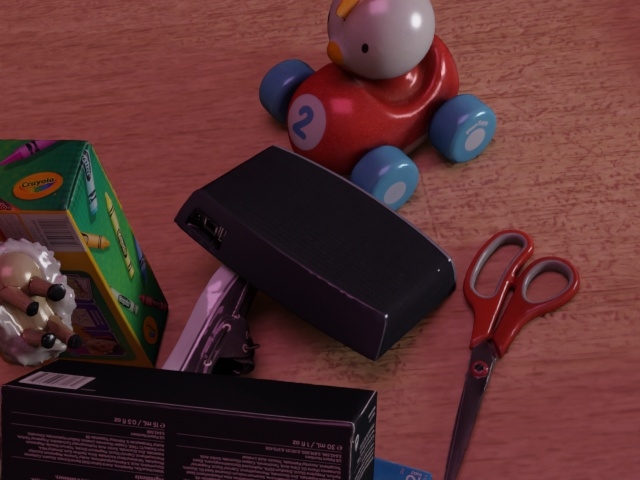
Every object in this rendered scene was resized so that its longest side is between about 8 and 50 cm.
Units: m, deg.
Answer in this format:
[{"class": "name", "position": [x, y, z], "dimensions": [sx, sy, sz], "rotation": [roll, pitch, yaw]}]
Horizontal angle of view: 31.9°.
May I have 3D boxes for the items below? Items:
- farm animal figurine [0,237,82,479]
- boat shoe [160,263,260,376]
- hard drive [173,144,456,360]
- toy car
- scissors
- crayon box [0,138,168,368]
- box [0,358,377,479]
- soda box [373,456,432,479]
[{"class": "farm animal figurine", "position": [-0.308, 0.202, 0.950], "dimensions": [0.330, 0.326, 0.172], "rotation": [-39, 34, -25]}, {"class": "boat shoe", "position": [-0.100, 0.113, 1.093], "dimensions": [0.076, 0.080, 0.228], "rotation": [23, 59, 12]}, {"class": "hard drive", "position": [0.000, 0.000, 1.119], "dimensions": [0.255, 0.054, 0.172], "rotation": [34, 42, 20]}, {"class": "toy car", "position": [0.049, -0.196, 1.192], "dimensions": [0.210, 0.238, 0.219], "rotation": [-33, 55, -15]}, {"class": "scissors", "position": [0.151, 0.109, 1.087], "dimensions": [0.109, 0.021, 0.297], "rotation": [25, 63, 23]}, {"class": "crayon box", "position": [-0.262, 0.021, 1.060], "dimensions": [0.165, 0.278, 0.081], "rotation": [2, 55, 11]}, {"class": "box", "position": [-0.097, 0.196, 0.829], "dimensions": [0.261, 0.103, 0.184], "rotation": [5, 96, 12]}, {"class": "soda box", "position": [0.032, 0.291, 0.939], "dimensions": [0.071, 0.067, 0.210], "rotation": [13, 56, 18]}]
